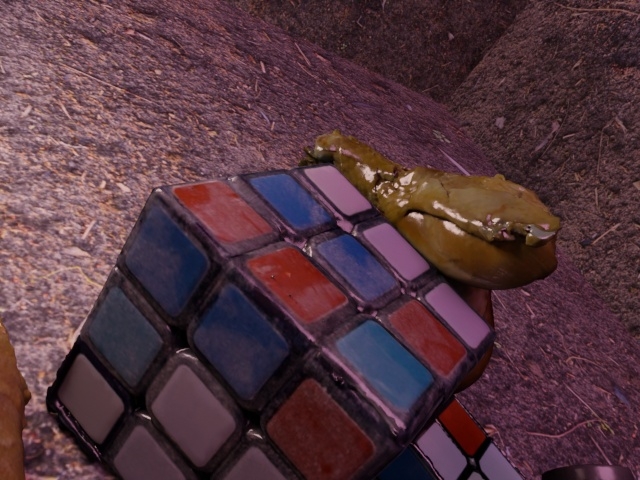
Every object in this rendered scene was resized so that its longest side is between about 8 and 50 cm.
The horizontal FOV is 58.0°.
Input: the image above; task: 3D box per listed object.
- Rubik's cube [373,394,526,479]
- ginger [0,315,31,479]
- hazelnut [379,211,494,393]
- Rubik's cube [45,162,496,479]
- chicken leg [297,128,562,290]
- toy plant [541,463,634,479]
[{"bbox_3d":[0.168,0.365,0.853,0.183,0.167,0.180,52,32,18],"label":"Rubik's cube"},{"bbox_3d":[-0.358,0.194,0.558,0.190,0.126,0.353,10,37,-24],"label":"ginger"},{"bbox_3d":[0.163,0.110,1.029,0.316,0.372,0.372,-17,51,-9],"label":"hazelnut"},{"bbox_3d":[-0.050,0.141,0.728,0.362,0.363,0.359,44,26,17],"label":"Rubik's cube"},{"bbox_3d":[0.140,-0.061,0.836,0.429,0.152,0.201,31,25,28],"label":"chicken leg"},{"bbox_3d":[0.446,0.562,0.883,0.280,0.185,0.399,29,47,-35],"label":"toy plant"}]
